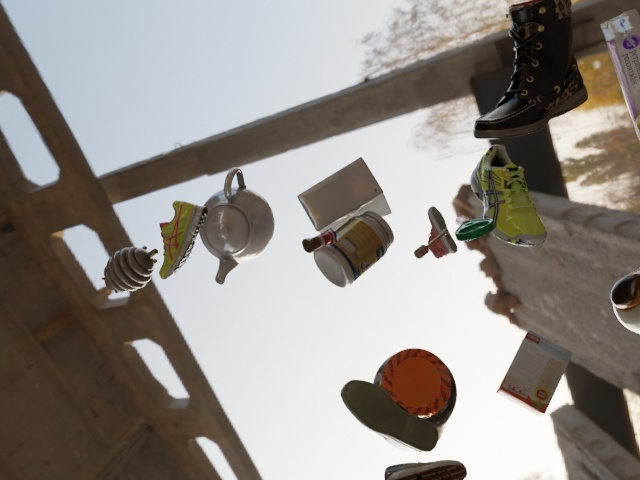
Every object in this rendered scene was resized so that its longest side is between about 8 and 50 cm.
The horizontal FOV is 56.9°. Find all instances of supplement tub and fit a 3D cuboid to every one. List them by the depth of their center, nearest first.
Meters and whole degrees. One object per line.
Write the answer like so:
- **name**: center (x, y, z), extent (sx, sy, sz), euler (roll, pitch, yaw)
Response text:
- **supplement tub**: center (0.237, 0.408, 1.511), extent (0.338, 0.207, 0.207), euler (78, -163, -59)
- **supplement tub**: center (0.094, 0.022, 1.643), extent (0.200, 0.144, 0.144), euler (-39, -64, -25)

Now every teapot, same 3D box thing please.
- **teapot**: center (-0.263, -0.046, 1.766), extent (0.256, 0.253, 0.187), euler (53, -167, 1)

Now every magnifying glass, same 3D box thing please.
- **magnifying glass**: center (0.359, -0.034, 1.424), extent (0.231, 0.092, 0.026), euler (-77, -36, -79)

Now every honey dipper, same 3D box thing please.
- **honey dipper**: center (0.326, 0.006, 1.709), extent (0.161, 0.031, 0.030), euler (-32, -72, -39)

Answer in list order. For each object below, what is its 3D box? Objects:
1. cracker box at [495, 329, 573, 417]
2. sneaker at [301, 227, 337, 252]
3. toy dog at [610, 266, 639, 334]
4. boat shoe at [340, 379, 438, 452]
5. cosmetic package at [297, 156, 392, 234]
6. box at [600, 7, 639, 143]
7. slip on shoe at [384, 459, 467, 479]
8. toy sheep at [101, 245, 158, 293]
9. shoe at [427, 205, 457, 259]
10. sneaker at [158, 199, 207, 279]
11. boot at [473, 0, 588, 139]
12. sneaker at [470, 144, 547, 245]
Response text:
- **cracker box**: center (0.692, 0.428, 1.910), extent (0.232, 0.156, 0.067), euler (-55, -19, -20)
- **sneaker**: center (0.000, 0.000, 1.552), extent (0.067, 0.118, 0.042), euler (-24, -86, -28)
- **toy dog**: center (0.948, 0.176, 1.459), extent (0.285, 0.408, 0.395), euler (28, -97, -39)
- **boat shoe**: center (0.126, 0.351, 1.175), extent (0.228, 0.069, 0.081), euler (35, -114, -12)
- **cosmetic package**: center (0.078, -0.110, 1.795), extent (0.138, 0.224, 0.224), euler (60, -176, 17)
- **box**: center (0.616, -0.284, 1.130), extent (0.324, 0.063, 0.067), euler (48, -146, -35)
- **slip on shoe**: center (0.172, 0.383, 0.974), extent (0.041, 0.136, 0.051), euler (-107, 4, -69)
- **toy sheep**: center (-0.356, 0.052, 1.113), extent (0.091, 0.132, 0.091), euler (46, -163, -18)
- **shoe**: center (0.390, -0.024, 2.005), extent (0.064, 0.081, 0.177), euler (-25, -92, -51)
- **sneaker**: center (-0.353, -0.005, 1.431), extent (0.081, 0.094, 0.208), euler (-85, 21, -81)
- **boot**: center (0.491, -0.416, 1.411), extent (0.378, 0.138, 0.284), euler (-26, -66, -24)
- **sneaker**: center (0.551, -0.136, 1.749), extent (0.384, 0.145, 0.147), euler (-109, 17, -45)
